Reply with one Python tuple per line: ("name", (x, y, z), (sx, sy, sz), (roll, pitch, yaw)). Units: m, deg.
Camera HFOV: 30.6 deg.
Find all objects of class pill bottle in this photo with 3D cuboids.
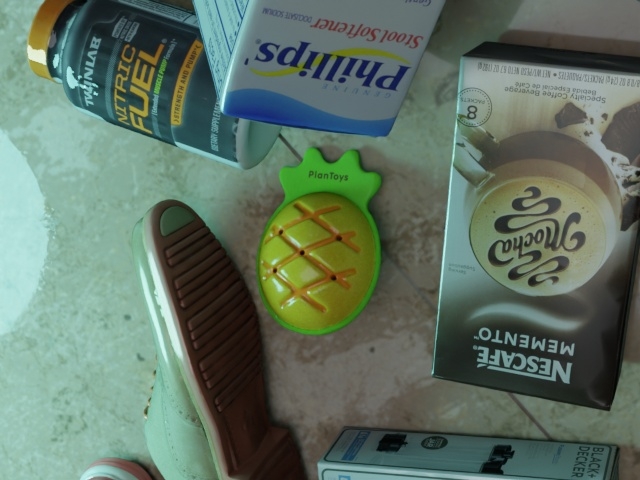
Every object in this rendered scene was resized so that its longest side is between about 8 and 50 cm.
("pill bottle", (-0.158, -0.165, 1.129), (0.245, 0.130, 0.130), (20, 111, 14))

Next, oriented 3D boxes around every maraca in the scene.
("maraca", (0.000, 0.000, 1.142), (0.127, 0.099, 0.186), (5, 81, 16))

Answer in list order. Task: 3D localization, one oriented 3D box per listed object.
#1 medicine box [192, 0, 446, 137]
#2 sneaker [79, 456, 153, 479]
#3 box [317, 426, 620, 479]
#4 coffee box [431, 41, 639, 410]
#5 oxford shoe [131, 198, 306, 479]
("medicine box", (0.004, -0.276, 0.922), (0.149, 0.263, 0.289), (6, 129, -21))
("sneaker", (-0.209, 0.408, 1.310), (0.116, 0.136, 0.314), (-25, 96, 25))
("box", (0.151, 0.287, 1.172), (0.289, 0.087, 0.169), (2, 106, 19))
("coffee box", (0.203, -0.017, 1.047), (0.168, 0.119, 0.297), (8, 108, 17))
("oxford shoe", (-0.139, 0.156, 1.215), (0.146, 0.140, 0.397), (-10, 100, 29))
